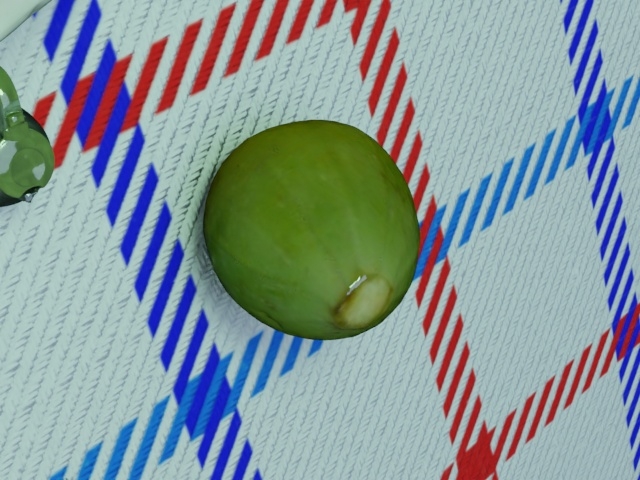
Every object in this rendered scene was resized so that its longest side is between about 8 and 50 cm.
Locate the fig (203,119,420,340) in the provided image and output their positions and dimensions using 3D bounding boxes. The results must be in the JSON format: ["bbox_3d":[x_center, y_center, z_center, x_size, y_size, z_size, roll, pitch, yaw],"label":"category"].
[{"bbox_3d":[-0.002,0.004,1.145,0.207,0.230,0.207,-20,153,-11],"label":"fig"}]

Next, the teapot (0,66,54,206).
[{"bbox_3d":[-0.266,-0.079,0.970,0.092,0.091,0.124,-52,131,-20],"label":"teapot"}]

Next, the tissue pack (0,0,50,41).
[{"bbox_3d":[-0.329,-0.223,0.804,0.356,0.194,0.266,-46,127,-25],"label":"tissue pack"}]
